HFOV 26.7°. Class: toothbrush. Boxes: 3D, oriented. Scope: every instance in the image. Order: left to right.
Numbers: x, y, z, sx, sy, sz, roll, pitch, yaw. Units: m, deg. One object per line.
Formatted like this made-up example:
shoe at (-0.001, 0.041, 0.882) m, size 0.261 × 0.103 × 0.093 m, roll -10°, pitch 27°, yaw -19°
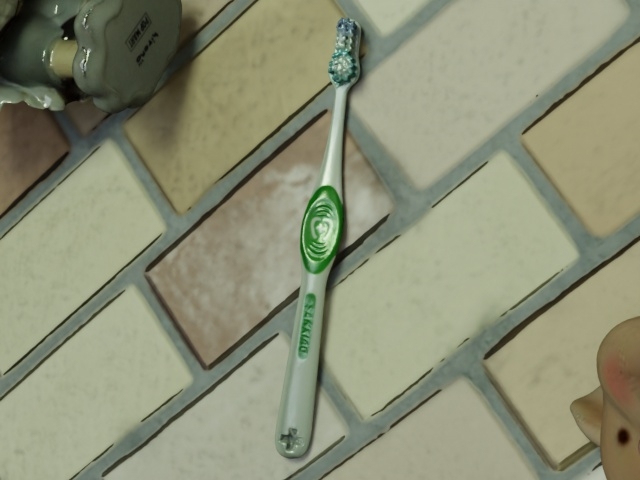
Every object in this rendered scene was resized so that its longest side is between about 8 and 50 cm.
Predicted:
toothbrush at (0.000, 0.000, 0.918) m, size 0.030 × 0.030 × 0.304 m, roll 10°, pitch 95°, yaw 25°

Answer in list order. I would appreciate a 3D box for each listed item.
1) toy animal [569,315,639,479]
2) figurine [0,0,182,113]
toy animal at (0.247, 0.057, 0.739) m, size 0.165 × 0.149 × 0.248 m, roll 48°, pitch 115°, yaw 35°
figurine at (-0.290, -0.166, 0.993) m, size 0.387 × 0.166 × 0.207 m, roll 9°, pitch 58°, yaw 27°
